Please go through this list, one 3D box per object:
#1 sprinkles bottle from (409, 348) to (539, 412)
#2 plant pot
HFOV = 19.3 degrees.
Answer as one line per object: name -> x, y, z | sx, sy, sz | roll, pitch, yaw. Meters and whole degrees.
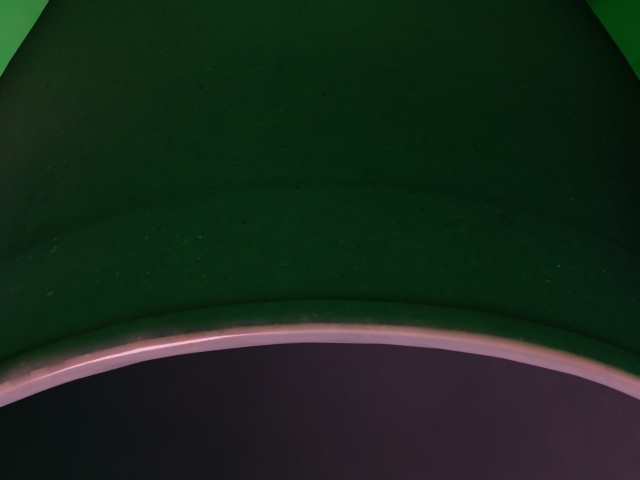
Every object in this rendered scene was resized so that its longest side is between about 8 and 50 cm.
sprinkles bottle -> 0.162, 0.093, 0.857 | 0.121, 0.121, 0.355 | -25, 137, 29
plant pot -> 0.000, 0.000, 0.619 | 0.271, 0.255, 0.272 | 0, 144, 0
